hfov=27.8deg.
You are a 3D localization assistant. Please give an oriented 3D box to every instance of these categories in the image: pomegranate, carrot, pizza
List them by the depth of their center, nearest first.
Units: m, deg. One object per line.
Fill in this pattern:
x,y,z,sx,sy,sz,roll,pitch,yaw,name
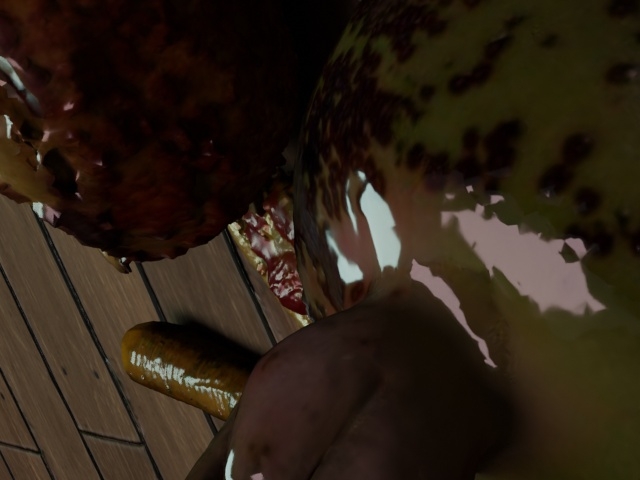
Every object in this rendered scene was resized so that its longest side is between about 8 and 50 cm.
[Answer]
0.078,0.026,0.506,0.285,0.340,0.285,37,146,30,pomegranate
0.000,0.000,0.880,0.188,0.062,0.199,46,146,19,pizza
-0.064,0.127,1.081,0.314,0.066,0.066,16,128,48,carrot

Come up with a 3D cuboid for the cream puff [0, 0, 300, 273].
-0.151,-0.144,0.800,0.350,0.229,0.350,42,-179,-1,cream puff
